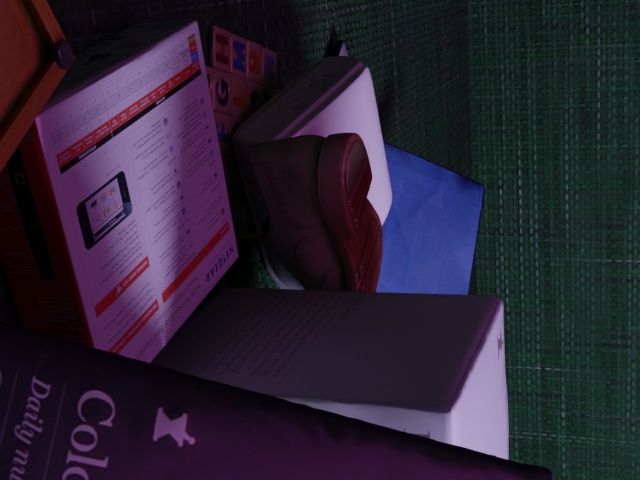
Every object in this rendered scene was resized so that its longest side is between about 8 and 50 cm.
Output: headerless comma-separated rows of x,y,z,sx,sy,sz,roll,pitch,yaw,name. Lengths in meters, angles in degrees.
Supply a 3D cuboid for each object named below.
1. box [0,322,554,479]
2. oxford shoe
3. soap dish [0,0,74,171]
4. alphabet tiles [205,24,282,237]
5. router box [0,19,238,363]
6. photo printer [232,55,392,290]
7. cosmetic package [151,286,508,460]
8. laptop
-0.120,0.349,0.663,0.472,0.297,0.479,21,66,-31,box
0.000,0.000,1.353,0.397,0.147,0.140,80,22,-46,oxford shoe
-0.303,-0.126,0.700,0.228,0.118,0.290,71,28,-44,soap dish
-0.108,-0.146,1.423,0.342,0.011,0.285,-4,95,-71,alphabet tiles
-0.206,-0.042,1.037,0.335,0.082,0.301,-54,141,-59,router box
0.001,-0.084,1.485,0.256,0.107,0.307,-46,137,-38,photo printer
0.010,0.263,1.204,0.327,0.394,0.329,-42,130,-64,cosmetic package
0.142,-0.089,1.801,0.407,0.237,0.381,70,28,-50,laptop
